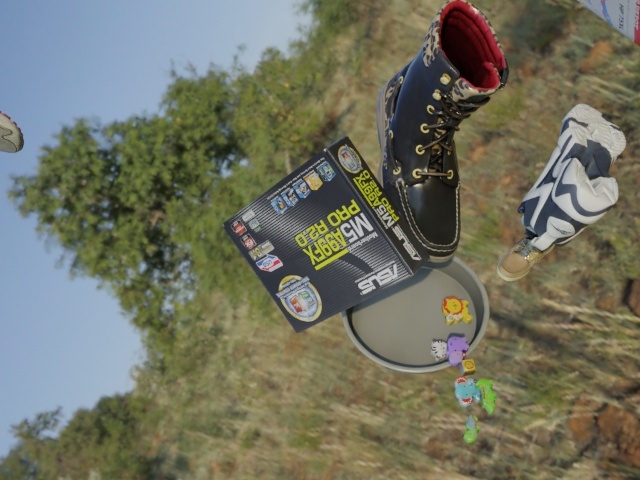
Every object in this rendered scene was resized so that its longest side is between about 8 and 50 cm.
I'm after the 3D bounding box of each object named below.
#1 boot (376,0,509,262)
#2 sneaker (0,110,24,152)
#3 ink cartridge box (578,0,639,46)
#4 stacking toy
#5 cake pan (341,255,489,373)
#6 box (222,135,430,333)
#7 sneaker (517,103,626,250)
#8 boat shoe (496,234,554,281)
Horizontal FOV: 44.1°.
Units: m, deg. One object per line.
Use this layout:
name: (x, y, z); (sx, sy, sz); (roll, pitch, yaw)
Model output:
boot: (0.202, -0.181, 1.318); (0.284, 0.138, 0.378); (124, 148, -59)
sneaker: (-0.534, -0.145, 1.117); (0.088, 0.225, 0.093); (-25, 69, 45)
ink cartridge box: (0.423, -0.354, 1.063); (0.078, 0.231, 0.134); (-34, -35, -3)
stacking toy: (0.251, 0.234, 1.412); (0.167, 0.052, 0.221); (91, 169, -56)
cake pan: (0.189, 0.142, 1.586); (0.054, 0.293, 0.293); (82, -156, -54)
box: (0.000, 0.000, 1.188); (0.270, 0.216, 0.060); (-31, 4, 43)
sneaker: (0.327, -0.075, 1.067); (0.153, 0.094, 0.235); (-54, 13, 42)
boat shoe: (0.332, 0.016, 1.267); (0.135, 0.050, 0.045); (-36, -25, -31)
